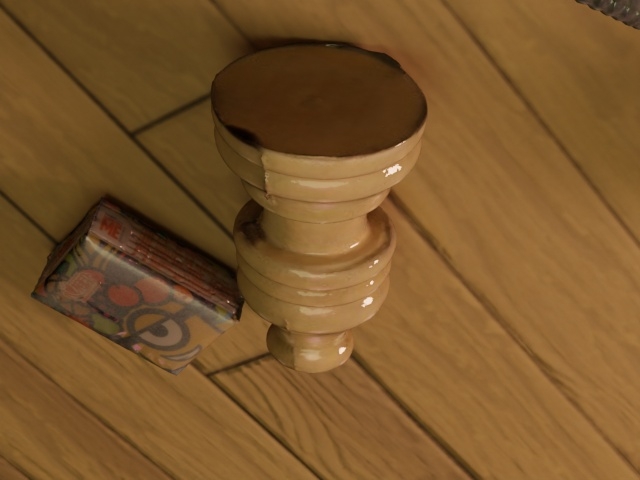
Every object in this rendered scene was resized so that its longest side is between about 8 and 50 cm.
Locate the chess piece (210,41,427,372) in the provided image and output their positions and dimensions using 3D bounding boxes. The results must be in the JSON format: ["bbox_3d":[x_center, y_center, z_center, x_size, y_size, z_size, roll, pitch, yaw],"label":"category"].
[{"bbox_3d":[0.000,0.000,1.166,0.138,0.124,0.307,-17,142,-13],"label":"chess piece"}]

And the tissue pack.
[{"bbox_3d":[-0.149,0.041,1.278,0.148,0.060,0.108,31,134,-18],"label":"tissue pack"}]

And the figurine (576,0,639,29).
[{"bbox_3d":[0.097,-0.225,0.834,0.381,0.186,0.261,8,151,14],"label":"figurine"}]
